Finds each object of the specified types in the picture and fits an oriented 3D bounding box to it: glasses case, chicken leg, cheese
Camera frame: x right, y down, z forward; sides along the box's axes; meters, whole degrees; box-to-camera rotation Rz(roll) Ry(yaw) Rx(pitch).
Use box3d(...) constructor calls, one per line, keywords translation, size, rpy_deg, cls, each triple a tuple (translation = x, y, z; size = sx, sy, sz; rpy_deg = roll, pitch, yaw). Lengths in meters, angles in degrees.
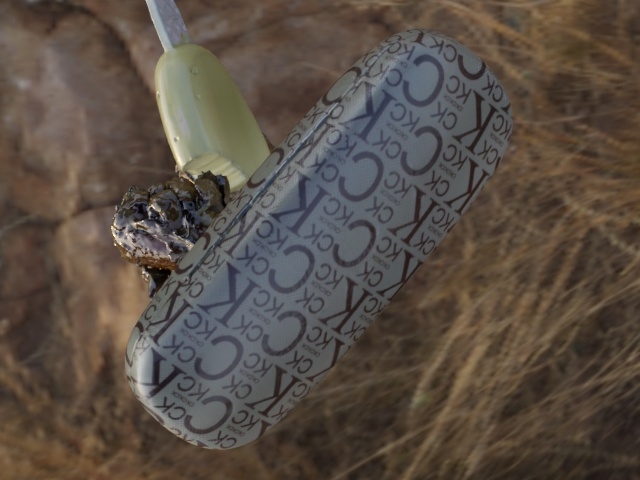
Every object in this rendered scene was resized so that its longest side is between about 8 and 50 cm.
box3d(translation=(0.000, 0.000, 1.334), size=(0.354, 0.137, 0.085), rpy_deg=(-49, 33, -2), cls="glasses case")
box3d(translation=(-0.098, 0.000, 1.602), size=(0.196, 0.080, 0.125), rpy_deg=(-1, 104, 35), cls="chicken leg")
box3d(translation=(-0.128, -0.162, 1.728), size=(0.050, 0.127, 0.255), rpy_deg=(-23, 90, 28), cls="cheese")

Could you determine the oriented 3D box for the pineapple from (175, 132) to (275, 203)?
box3d(translation=(-0.086, 0.016, 2.001), size=(0.130, 0.119, 0.277), rpy_deg=(-16, 79, 45), cls="pineapple")
